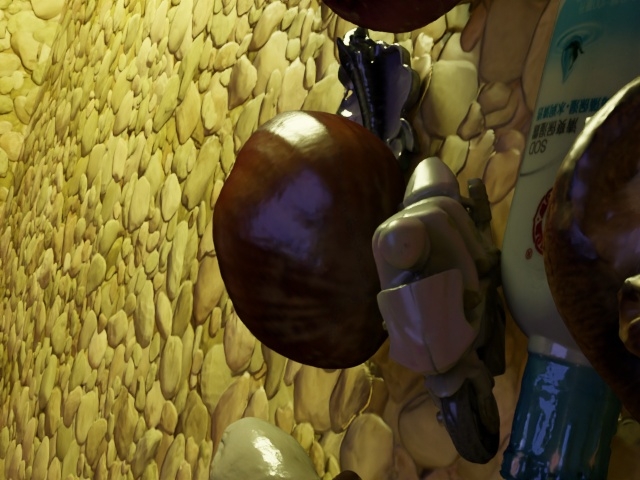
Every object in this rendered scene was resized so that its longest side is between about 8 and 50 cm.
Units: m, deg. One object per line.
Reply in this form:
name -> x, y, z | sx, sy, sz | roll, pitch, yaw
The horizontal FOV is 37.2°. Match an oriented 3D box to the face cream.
face cream -> 0.176, -0.012, 0.579 | 0.163, 0.080, 0.336 | 10, 85, 65

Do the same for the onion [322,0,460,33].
onion -> 0.066, -0.270, 0.832 | 0.177, 0.153, 0.177 | -23, 53, 35

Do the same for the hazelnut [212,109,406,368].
hazelnut -> 0.003, -0.001, 0.795 | 0.181, 0.181, 0.212 | 10, 114, 30

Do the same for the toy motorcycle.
toy motorcycle -> 0.080, 0.027, 0.636 | 0.073, 0.152, 0.225 | -19, 38, 21

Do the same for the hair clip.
hair clip -> 0.046, -0.125, 0.900 | 0.124, 0.052, 0.195 | -45, 45, 51

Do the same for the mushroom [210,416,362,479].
mushroom -> -0.033, 0.223, 0.839 | 0.097, 0.088, 0.212 | -49, 28, -20

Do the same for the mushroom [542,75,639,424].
mushroom -> 0.216, 0.020, 0.421 | 0.231, 0.194, 0.138 | 58, 174, 22
